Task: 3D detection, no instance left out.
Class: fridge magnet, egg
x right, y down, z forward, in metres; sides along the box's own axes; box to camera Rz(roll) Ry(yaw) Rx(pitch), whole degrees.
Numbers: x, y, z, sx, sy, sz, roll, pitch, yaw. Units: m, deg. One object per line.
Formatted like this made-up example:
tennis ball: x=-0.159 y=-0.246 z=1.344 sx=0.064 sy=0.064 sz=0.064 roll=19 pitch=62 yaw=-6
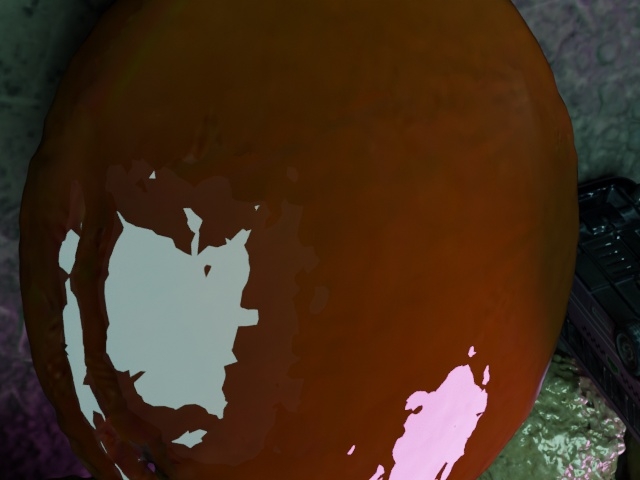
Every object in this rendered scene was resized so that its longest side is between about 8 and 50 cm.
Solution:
fridge magnet: x=0.000 y=0.000 z=0.759 sx=0.364 sy=0.155 sz=0.363 roll=-5 pitch=98 yaw=-36
egg: x=0.149 y=0.132 z=0.946 sx=0.116 sy=0.118 sz=0.140 roll=-42 pitch=100 yaw=-17

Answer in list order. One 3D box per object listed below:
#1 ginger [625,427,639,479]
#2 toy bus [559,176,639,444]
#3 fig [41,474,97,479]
ginger: x=0.296 y=0.057 z=0.961 sx=0.333 sy=0.166 sz=0.080 roll=-55 pitch=153 yaw=5
toy bus: x=0.210 y=0.049 z=0.885 sx=0.096 sy=0.199 sz=0.108 roll=-18 pitch=131 yaw=-12
fig: x=-0.134 y=0.286 z=0.793 sx=0.343 sy=0.343 sz=0.343 roll=-9 pitch=117 yaw=-17
